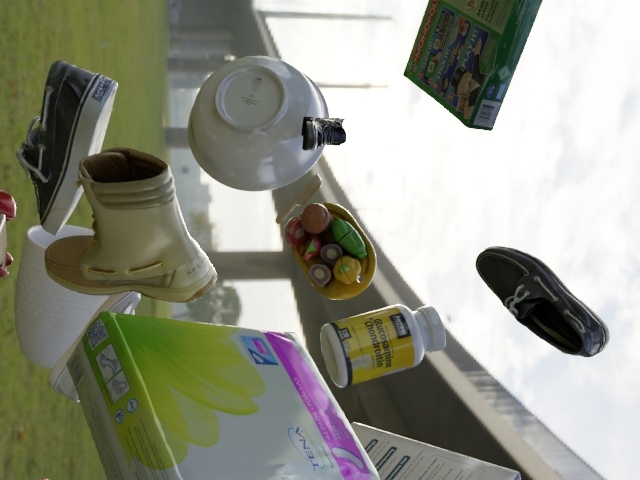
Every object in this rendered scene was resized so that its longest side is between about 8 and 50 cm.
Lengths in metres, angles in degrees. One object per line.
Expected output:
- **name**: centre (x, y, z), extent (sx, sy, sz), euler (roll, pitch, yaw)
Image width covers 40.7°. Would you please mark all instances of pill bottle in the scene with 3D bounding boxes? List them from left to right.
- **pill bottle**: centre (0.099, 0.160, 1.365), extent (0.103, 0.184, 0.103), euler (166, -90, -76)

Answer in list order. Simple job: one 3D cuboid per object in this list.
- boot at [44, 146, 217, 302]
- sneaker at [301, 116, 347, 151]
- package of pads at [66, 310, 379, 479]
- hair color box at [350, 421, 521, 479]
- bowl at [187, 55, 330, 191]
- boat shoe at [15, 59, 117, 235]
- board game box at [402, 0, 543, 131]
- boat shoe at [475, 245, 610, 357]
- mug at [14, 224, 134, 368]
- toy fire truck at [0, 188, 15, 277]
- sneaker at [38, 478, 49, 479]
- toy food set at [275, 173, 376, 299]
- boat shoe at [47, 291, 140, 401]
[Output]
- **boot**: centre (-0.276, -0.023, 1.113), extent (0.095, 0.261, 0.204), euler (-58, 144, -40)
- **sneaker**: centre (0.011, -0.201, 1.614), extent (0.170, 0.089, 0.051), euler (-99, -161, -68)
- **package of pads**: centre (-0.095, 0.198, 0.895), extent (0.101, 0.296, 0.229), euler (-48, -126, 24)
- **hair color box**: centre (0.158, 0.447, 1.502), extent (0.347, 0.174, 0.105), euler (9, -57, 37)
- **bowl**: centre (-0.131, -0.257, 1.725), extent (0.134, 0.297, 0.298), euler (79, 8, -72)
- **boat shoe**: centre (-0.384, -0.129, 1.252), extent (0.306, 0.104, 0.113), euler (124, -14, -47)
- **board game box**: centre (0.224, -0.338, 1.186), extent (0.213, 0.046, 0.318), euler (-123, -135, -54)
- **boat shoe**: centre (0.274, 0.075, 1.109), extent (0.206, 0.065, 0.075), euler (41, -60, 29)
- **mug**: centre (-0.621, 0.173, 2.232), extent (0.276, 0.374, 0.328), euler (-4, 114, -57)
- **toy fire truck**: centre (-0.624, -0.017, 1.597), extent (0.158, 0.246, 0.217), euler (28, 53, -56)
- **sneaker**: centre (-0.495, 0.490, 1.699), extent (0.118, 0.067, 0.042), euler (51, -15, -25)
- **toy food set**: centre (0.000, 0.000, 1.474), extent (0.218, 0.128, 0.071), euler (54, 13, 17)
- **boat shoe**: centre (-0.308, 0.146, 1.227), extent (0.184, 0.063, 0.066), euler (-52, 170, -17)
